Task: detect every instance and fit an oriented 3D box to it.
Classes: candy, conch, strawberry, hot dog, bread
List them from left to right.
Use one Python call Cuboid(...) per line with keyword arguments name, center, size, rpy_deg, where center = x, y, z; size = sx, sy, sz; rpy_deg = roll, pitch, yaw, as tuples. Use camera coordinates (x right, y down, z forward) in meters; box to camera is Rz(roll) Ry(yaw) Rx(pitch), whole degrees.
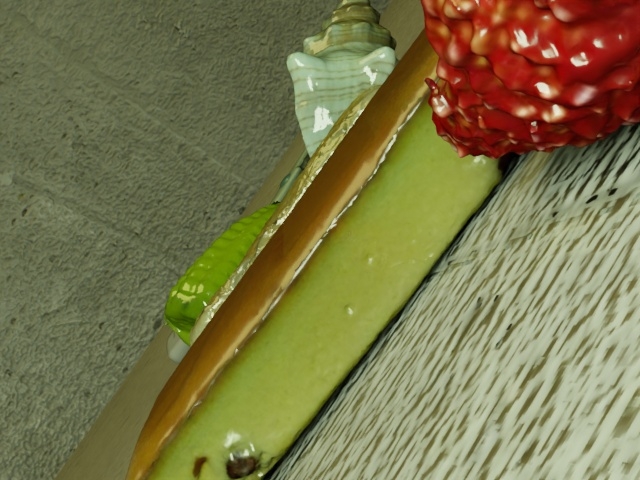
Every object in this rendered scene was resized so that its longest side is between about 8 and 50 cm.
Cuboid(name="candy", center=(-0.074, 0.028, 1.074), size=(0.209, 0.097, 0.097), rpy_deg=(-52, 4, -39))
Cuboid(name="hot dog", center=(0.000, 0.000, 0.730), size=(0.242, 0.084, 0.073), rpy_deg=(-55, 8, 5))
Cuboid(name="bread", center=(0.018, 0.003, 0.619), size=(0.361, 0.077, 0.138), rpy_deg=(-53, 8, 7))
Cuboid(name="conch", center=(0.032, -0.124, 0.856), size=(0.114, 0.137, 0.234), rpy_deg=(-22, 40, 20))
Cuboid(name="strawberry", center=(0.125, -0.088, 0.410), size=(0.167, 0.087, 0.208), rpy_deg=(-35, -19, -1))

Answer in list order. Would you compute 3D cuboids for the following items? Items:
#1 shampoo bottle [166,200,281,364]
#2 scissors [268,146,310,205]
Cuboid(name="shampoo bottle", center=(-0.103, 0.055, 1.255), size=(0.227, 0.056, 0.086), rpy_deg=(-51, 6, 21))
Cuboid(name="scissors", center=(-0.043, -0.069, 1.512), size=(0.289, 0.041, 0.138), rpy_deg=(-62, 11, -24))
